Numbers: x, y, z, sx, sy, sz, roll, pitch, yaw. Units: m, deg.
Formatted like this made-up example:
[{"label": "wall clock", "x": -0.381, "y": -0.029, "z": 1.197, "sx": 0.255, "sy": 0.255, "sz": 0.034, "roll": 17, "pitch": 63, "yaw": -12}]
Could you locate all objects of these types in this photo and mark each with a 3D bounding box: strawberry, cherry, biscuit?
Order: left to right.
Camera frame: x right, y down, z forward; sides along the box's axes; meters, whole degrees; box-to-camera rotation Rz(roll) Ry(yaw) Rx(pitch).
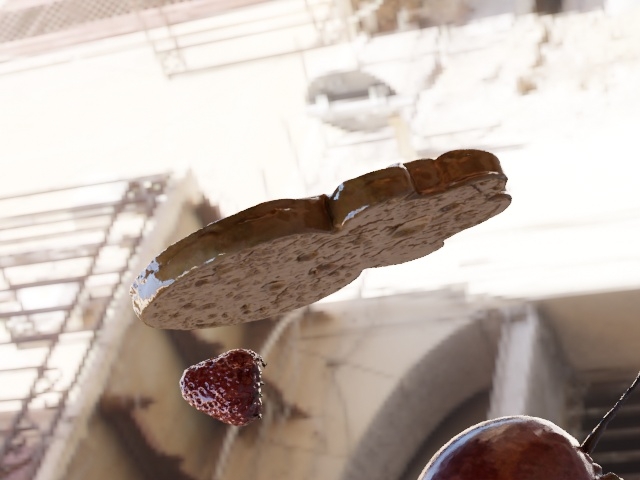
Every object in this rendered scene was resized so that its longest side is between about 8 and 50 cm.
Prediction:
[{"label": "strawberry", "x": -0.091, "y": 0.139, "z": 1.365, "sx": 0.073, "sy": 0.083, "sz": 0.073, "roll": 178, "pitch": 90, "yaw": -87}, {"label": "biscuit", "x": 0.000, "y": -0.001, "z": 1.059, "sx": 0.044, "sy": 0.289, "sz": 0.202, "roll": 70, "pitch": -169, "yaw": 18}, {"label": "cherry", "x": 0.126, "y": 0.112, "z": 0.746, "sx": 0.225, "sy": 0.090, "sz": 0.107, "roll": -41, "pitch": -36, "yaw": -14}]
